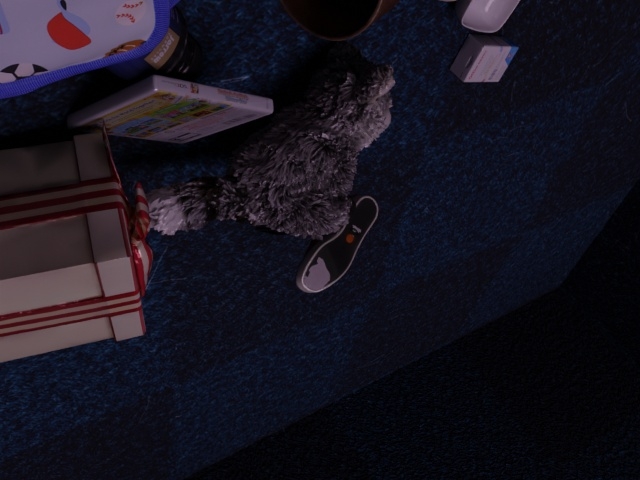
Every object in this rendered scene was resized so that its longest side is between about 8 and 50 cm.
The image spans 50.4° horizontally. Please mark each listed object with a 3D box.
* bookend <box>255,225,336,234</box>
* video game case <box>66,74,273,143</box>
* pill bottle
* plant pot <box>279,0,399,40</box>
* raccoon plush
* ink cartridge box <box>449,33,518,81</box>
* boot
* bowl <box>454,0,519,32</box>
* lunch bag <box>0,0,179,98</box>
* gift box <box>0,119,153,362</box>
[{"bbox_3d":[-0.044,-0.092,1.385,0.072,0.156,0.157,13,80,-54],"label":"bookend"},{"bbox_3d":[-0.219,-0.185,0.990,0.227,0.026,0.206,-8,175,42],"label":"video game case"},{"bbox_3d":[-0.248,-0.275,0.862,0.123,0.123,0.219,-42,152,8],"label":"pill bottle"},{"bbox_3d":[0.074,-0.422,0.955,0.230,0.215,0.215,-36,155,-36],"label":"plant pot"},{"bbox_3d":[-0.050,-0.161,1.103,0.446,0.216,0.299,-24,141,-49],"label":"raccoon plush"},{"bbox_3d":[0.345,-0.384,1.434,0.122,0.052,0.088,-12,142,-40],"label":"ink cartridge box"},{"bbox_3d":[0.000,0.000,1.463,0.088,0.176,0.244,45,71,-30],"label":"boot"},{"bbox_3d":[0.321,-0.471,1.282,0.142,0.053,0.142,-5,138,-43],"label":"bowl"},{"bbox_3d":[-0.208,-0.335,0.544,0.385,0.239,0.328,-53,166,-25],"label":"lunch bag"},{"bbox_3d":[-0.377,-0.010,0.976,0.258,0.276,0.255,-10,153,-16],"label":"gift box"}]
